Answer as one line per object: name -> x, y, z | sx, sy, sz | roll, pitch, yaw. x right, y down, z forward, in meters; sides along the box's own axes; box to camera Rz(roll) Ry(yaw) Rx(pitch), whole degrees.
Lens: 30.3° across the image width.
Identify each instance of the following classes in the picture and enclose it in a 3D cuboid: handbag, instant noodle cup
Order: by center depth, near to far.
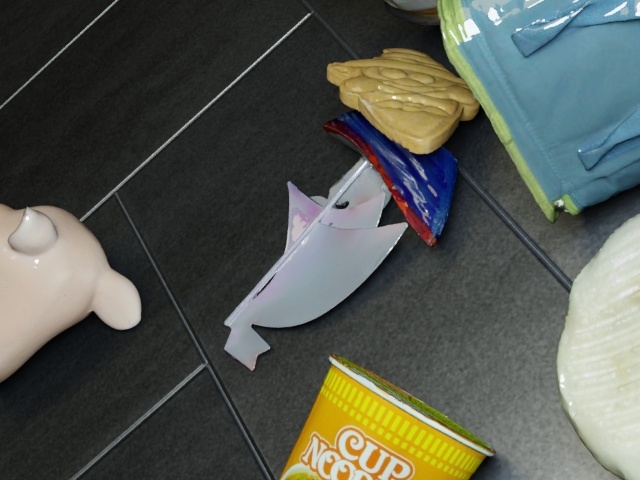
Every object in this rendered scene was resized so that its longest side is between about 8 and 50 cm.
instant noodle cup -> 0.030, 0.213, 0.991 | 0.168, 0.168, 0.185 | 30, 88, 44
handbag -> 0.256, -0.182, 1.015 | 0.241, 0.263, 0.222 | -23, 27, 22

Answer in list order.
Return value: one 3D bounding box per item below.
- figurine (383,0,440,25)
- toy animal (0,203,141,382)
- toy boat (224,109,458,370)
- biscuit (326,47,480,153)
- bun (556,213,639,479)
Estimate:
figurine -> 0.108, -0.294, 1.193 | 0.308, 0.308, 0.143 | 23, 97, 43
toy animal -> -0.365, 0.058, 1.365 | 0.256, 0.195, 0.213 | -41, 37, 8
toy boat -> 0.023, -0.003, 1.197 | 0.219, 0.072, 0.318 | 17, 75, 45
biscuit -> 0.089, -0.149, 1.199 | 0.163, 0.035, 0.250 | 2, 30, -4
bun -> 0.294, 0.093, 0.869 | 0.239, 0.141, 0.239 | -15, 69, 45
